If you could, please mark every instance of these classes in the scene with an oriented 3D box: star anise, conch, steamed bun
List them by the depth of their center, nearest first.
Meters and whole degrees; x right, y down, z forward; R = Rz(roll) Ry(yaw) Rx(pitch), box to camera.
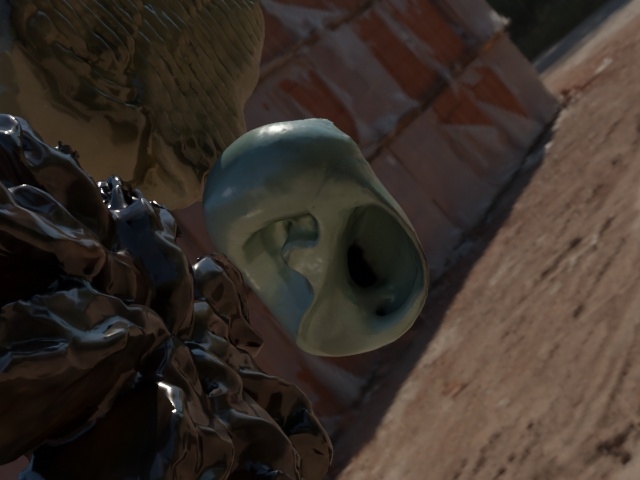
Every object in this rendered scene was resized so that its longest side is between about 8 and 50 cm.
[{"bbox_3d":[-0.100,0.058,0.494,0.117,0.332,0.332,-42,1,11],"label":"star anise"},{"bbox_3d":[0.002,-0.005,0.856,0.185,0.221,0.121,1,40,41],"label":"conch"},{"bbox_3d":[-0.223,-0.173,0.970,0.219,0.310,0.324,-28,52,34],"label":"steamed bun"}]
